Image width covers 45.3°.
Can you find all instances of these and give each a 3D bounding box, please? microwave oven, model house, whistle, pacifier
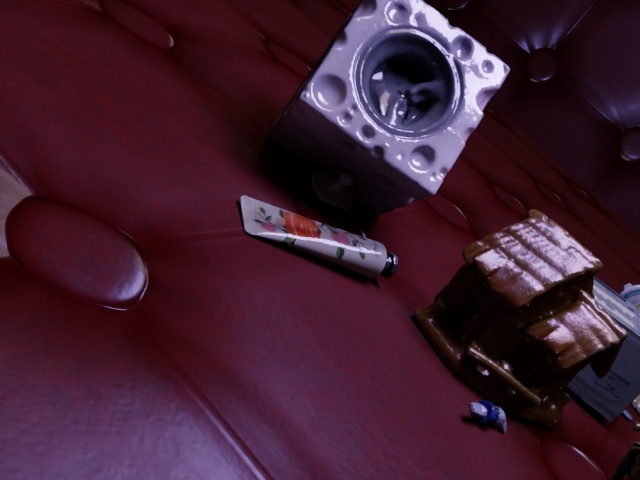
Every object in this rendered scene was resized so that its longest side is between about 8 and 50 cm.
[{"bbox_3d":[0.431,0.155,1.234,0.208,0.162,0.122,38,22,9],"label":"microwave oven"},{"bbox_3d":[0.290,0.101,1.042,0.220,0.229,0.199,15,27,-43],"label":"model house"},{"bbox_3d":[0.208,0.217,0.952,0.083,0.029,0.033,27,40,-43],"label":"whistle"},{"bbox_3d":[0.027,-0.087,1.194,0.083,0.064,0.068,23,45,-35],"label":"pacifier"}]

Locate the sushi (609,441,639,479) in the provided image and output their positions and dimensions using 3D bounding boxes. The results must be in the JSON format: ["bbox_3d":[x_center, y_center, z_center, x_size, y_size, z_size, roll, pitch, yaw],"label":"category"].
[{"bbox_3d":[0.414,0.367,0.884,0.131,0.139,0.291,12,28,-11],"label":"sushi"}]

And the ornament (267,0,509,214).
[{"bbox_3d":[0.096,-0.213,1.199,0.239,0.239,0.240,35,-13,-10],"label":"ornament"}]

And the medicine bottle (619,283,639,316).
[{"bbox_3d":[0.679,0.172,1.603,0.135,0.135,0.215,38,23,-1],"label":"medicine bottle"}]

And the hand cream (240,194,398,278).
[{"bbox_3d":[0.000,0.000,1.030,0.234,0.050,0.080,20,32,-26],"label":"hand cream"}]

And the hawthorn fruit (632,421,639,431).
[{"bbox_3d":[0.533,0.324,1.034,0.205,0.205,0.253,11,29,-48],"label":"hawthorn fruit"}]

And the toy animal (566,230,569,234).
[{"bbox_3d":[0.522,0.009,1.745,0.114,0.091,0.082,23,13,-30],"label":"toy animal"}]

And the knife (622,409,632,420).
[{"bbox_3d":[0.495,0.268,1.309,0.096,0.010,0.027,49,25,23],"label":"knife"}]

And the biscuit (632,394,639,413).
[{"bbox_3d":[0.607,0.316,1.379,0.144,0.016,0.203,26,25,-28],"label":"biscuit"}]
